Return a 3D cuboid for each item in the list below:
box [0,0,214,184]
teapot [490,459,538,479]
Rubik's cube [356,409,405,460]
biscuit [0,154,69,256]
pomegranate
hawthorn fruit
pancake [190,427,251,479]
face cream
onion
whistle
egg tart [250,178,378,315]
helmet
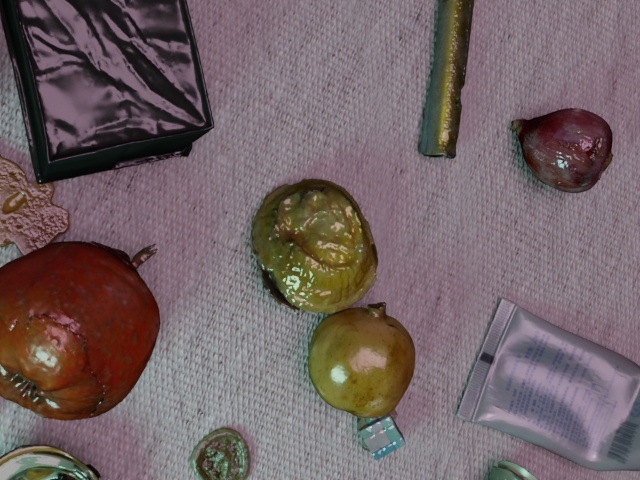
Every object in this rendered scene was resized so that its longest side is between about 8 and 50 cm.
[{"bbox_3d":[-0.334,-0.283,1.387,0.251,0.204,0.345,-14,93,-21],"label":"box"},{"bbox_3d":[0.280,0.506,1.589,0.251,0.183,0.183,-44,101,-24],"label":"teapot"},{"bbox_3d":[0.102,0.325,1.585,0.075,0.073,0.084,-14,98,0],"label":"Rubik's cube"},{"bbox_3d":[-0.484,-0.052,1.437,0.184,0.027,0.133,31,75,-14],"label":"biscuit"},{"bbox_3d":[0.071,0.189,1.523,0.196,0.196,0.196,0,88,-17],"label":"pomegranate"},{"bbox_3d":[-0.353,0.112,1.365,0.276,0.276,0.307,50,58,-10],"label":"hawthorn fruit"},{"bbox_3d":[-0.163,0.368,1.530,0.108,0.017,0.108,0,89,-13],"label":"pancake"},{"bbox_3d":[0.478,0.294,1.684,0.420,0.137,0.235,24,83,-7],"label":"face cream"},{"bbox_3d":[0.431,-0.172,1.665,0.194,0.159,0.160,25,80,21],"label":"onion"},{"bbox_3d":[0.231,-0.308,1.644,0.067,0.057,0.327,9,86,-16],"label":"whistle"},{"bbox_3d":[0.000,0.000,1.527,0.231,0.098,0.252,22,65,-7],"label":"egg tart"},{"bbox_3d":[-0.418,0.420,1.394,0.198,0.130,0.224,-34,88,-19],"label":"helmet"}]
